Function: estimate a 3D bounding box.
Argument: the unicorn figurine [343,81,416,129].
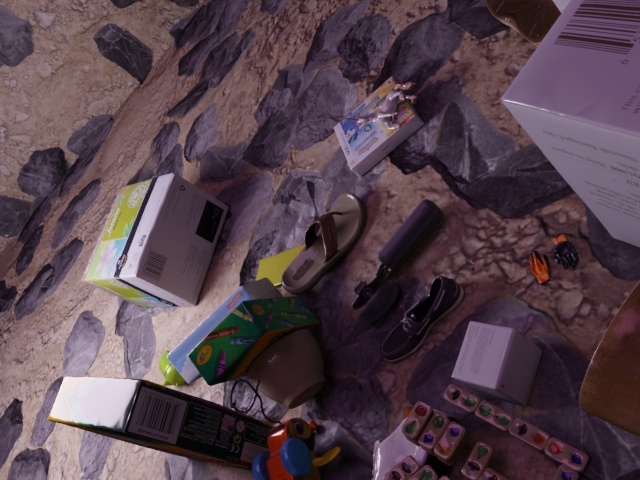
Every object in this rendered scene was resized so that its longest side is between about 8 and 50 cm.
[{"bbox_3d":[0.155,-0.307,1.491,0.162,0.060,0.111,-44,37,-12],"label":"unicorn figurine"}]

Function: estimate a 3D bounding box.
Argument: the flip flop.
[{"bbox_3d":[0.000,0.000,1.458,0.277,0.080,0.112,-50,47,-9],"label":"flip flop"}]

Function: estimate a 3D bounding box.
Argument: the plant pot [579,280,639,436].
[{"bbox_3d":[0.488,0.172,0.748,0.254,0.237,0.237,32,88,38],"label":"plant pot"}]

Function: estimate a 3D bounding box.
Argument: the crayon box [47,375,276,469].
[{"bbox_3d":[-0.323,0.385,1.324,0.313,0.363,0.106,-11,57,43],"label":"crayon box"}]

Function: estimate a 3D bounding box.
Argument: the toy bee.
[{"bbox_3d":[-0.042,0.405,1.212,0.195,0.162,0.298,-10,81,33],"label":"toy bee"}]

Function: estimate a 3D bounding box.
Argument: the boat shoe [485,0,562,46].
[{"bbox_3d":[0.448,-0.487,1.343,0.109,0.098,0.302,-51,38,29],"label":"boat shoe"}]

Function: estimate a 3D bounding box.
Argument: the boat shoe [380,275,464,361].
[{"bbox_3d":[0.178,0.145,1.202,0.206,0.065,0.075,-46,39,13],"label":"boat shoe"}]

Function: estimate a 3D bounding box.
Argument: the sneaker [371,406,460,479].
[{"bbox_3d":[0.125,0.412,1.049,0.123,0.106,0.290,4,56,51],"label":"sneaker"}]

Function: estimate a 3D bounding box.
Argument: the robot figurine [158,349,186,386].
[{"bbox_3d":[-0.384,0.335,1.665,0.101,0.067,0.115,-56,38,2],"label":"robot figurine"}]

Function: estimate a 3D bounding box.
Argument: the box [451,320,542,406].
[{"bbox_3d":[0.286,0.198,1.020,0.087,0.102,0.101,3,66,50],"label":"box"}]

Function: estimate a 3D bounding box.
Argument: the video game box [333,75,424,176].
[{"bbox_3d":[0.138,-0.283,1.567,0.205,0.048,0.187,-39,44,20],"label":"video game box"}]

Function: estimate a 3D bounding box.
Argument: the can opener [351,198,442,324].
[{"bbox_3d":[0.160,0.044,1.306,0.093,0.074,0.280,36,94,18],"label":"can opener"}]

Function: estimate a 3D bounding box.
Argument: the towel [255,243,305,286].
[{"bbox_3d":[-0.071,0.063,1.567,0.237,0.021,0.102,-20,47,38],"label":"towel"}]

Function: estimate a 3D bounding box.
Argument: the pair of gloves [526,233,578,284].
[{"bbox_3d":[0.399,0.033,1.091,0.083,0.010,0.074,-32,42,24],"label":"pair of gloves"}]

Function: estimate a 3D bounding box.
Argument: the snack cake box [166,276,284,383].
[{"bbox_3d":[-0.216,0.210,1.493,0.264,0.152,0.089,-43,82,16],"label":"snack cake box"}]

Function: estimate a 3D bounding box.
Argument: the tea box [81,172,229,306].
[{"bbox_3d":[-0.492,0.009,1.890,0.324,0.220,0.328,-8,58,44],"label":"tea box"}]

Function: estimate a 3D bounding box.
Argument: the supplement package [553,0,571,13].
[{"bbox_3d":[0.577,-0.524,1.145,0.199,0.198,0.262,16,76,51],"label":"supplement package"}]

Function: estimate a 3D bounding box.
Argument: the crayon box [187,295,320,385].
[{"bbox_3d":[-0.128,0.202,1.321,0.165,0.278,0.081,-45,72,15],"label":"crayon box"}]

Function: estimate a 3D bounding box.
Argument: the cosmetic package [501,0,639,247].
[{"bbox_3d":[0.519,-0.165,0.791,0.329,0.394,0.327,-56,37,1],"label":"cosmetic package"}]

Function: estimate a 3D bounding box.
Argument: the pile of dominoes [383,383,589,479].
[{"bbox_3d":[0.234,0.335,0.942,0.251,0.040,0.196,23,67,36],"label":"pile of dominoes"}]

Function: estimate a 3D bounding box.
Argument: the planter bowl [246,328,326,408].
[{"bbox_3d":[-0.055,0.275,1.305,0.162,0.162,0.109,-45,67,14],"label":"planter bowl"}]
